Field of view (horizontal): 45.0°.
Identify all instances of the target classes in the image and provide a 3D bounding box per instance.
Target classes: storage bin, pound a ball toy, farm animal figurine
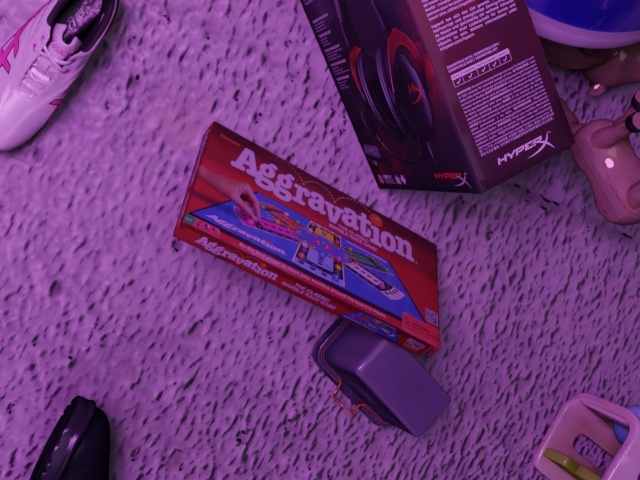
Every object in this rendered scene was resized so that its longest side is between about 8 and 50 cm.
[{"bbox_3d":[0.065,0.146,0.811,0.098,0.091,0.135,-45,106,-11],"label":"storage bin"},{"bbox_3d":[0.439,0.314,0.897,0.319,0.208,0.136,36,83,-18],"label":"pound a ball toy"},{"bbox_3d":[0.292,-0.199,0.823,0.326,0.172,0.330,30,70,-1],"label":"farm animal figurine"}]

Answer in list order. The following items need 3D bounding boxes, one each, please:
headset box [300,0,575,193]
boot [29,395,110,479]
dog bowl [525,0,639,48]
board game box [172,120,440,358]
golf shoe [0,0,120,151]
[{"bbox_3d":[0.084,-0.199,0.720,0.110,0.218,0.293,-28,104,-16],"label":"headset box"},{"bbox_3d":[-0.185,0.286,0.729,0.207,0.094,0.247,23,94,-16],"label":"boot"},{"bbox_3d":[0.252,-0.316,0.703,0.264,0.104,0.265,3,72,-9],"label":"dog bowl"},{"bbox_3d":[0.000,0.000,0.761,0.281,0.027,0.145,27,41,-20],"label":"board game box"},{"bbox_3d":[-0.243,-0.160,0.677,0.067,0.086,0.186,34,85,-21],"label":"golf shoe"}]
